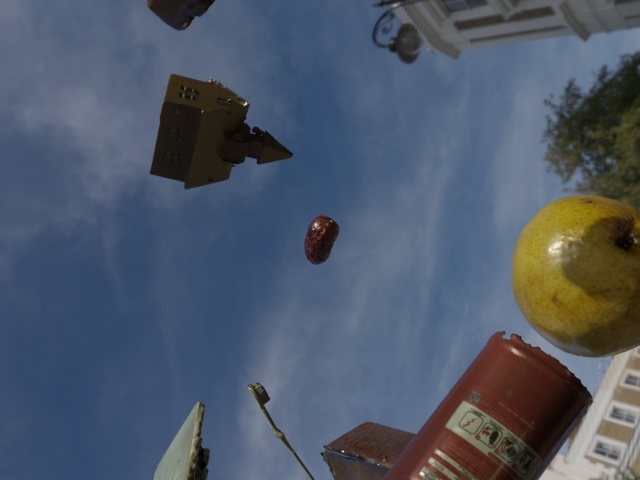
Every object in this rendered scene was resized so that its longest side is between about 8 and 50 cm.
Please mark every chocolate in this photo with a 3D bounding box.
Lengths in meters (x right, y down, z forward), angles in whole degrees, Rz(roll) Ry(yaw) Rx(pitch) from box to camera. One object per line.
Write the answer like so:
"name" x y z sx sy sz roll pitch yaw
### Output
"chocolate" -0.250 -0.508 1.118 0.093 0.148 0.214 24 -119 -37
"chocolate" 0.151 0.375 0.980 0.112 0.321 0.112 -28 -75 -40

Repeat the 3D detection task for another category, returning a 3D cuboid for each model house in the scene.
"model house" -0.170 -0.198 1.123 0.248 0.181 0.176 13 -137 -15

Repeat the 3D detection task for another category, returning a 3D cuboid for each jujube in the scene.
"jujube" 0.000 0.000 1.466 0.077 0.077 0.129 -21 -42 -43

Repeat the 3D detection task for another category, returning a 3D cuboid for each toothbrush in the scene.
"toothbrush" -0.060 0.403 1.188 0.028 0.026 0.294 -30 -84 -12

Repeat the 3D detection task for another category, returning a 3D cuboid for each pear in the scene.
"pear" 0.343 0.041 0.767 0.209 0.209 0.209 -8 -79 -46

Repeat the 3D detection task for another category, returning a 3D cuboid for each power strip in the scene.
"power strip" -0.217 0.393 0.974 0.064 0.198 0.213 24 -60 -16

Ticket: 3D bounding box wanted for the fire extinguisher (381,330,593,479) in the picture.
"fire extinguisher" 0.088 0.226 0.503 0.337 0.106 0.147 -48 -38 -14
